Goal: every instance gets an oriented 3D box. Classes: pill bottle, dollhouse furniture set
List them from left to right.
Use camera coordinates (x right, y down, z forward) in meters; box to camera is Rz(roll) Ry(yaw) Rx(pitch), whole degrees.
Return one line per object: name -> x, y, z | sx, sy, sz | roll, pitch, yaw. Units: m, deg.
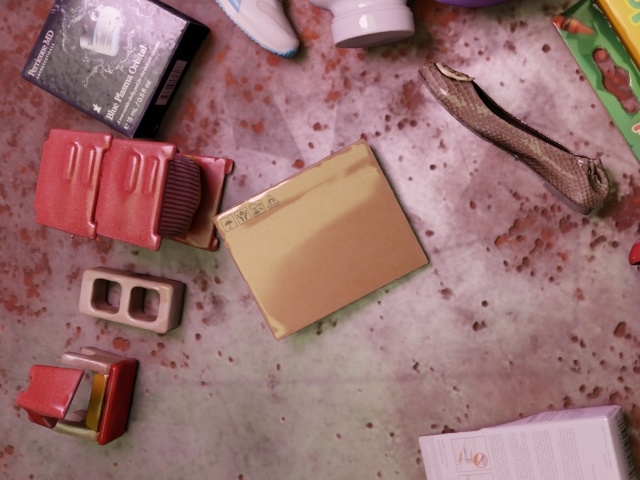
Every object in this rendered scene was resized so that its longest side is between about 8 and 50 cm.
dollhouse furniture set -> -0.231, 0.066, 1.256 | 0.152, 0.201, 0.374 | 11, 94, 14
pill bottle -> 0.040, -0.351, 1.197 | 0.146, 0.146, 0.264 | -8, 90, 15

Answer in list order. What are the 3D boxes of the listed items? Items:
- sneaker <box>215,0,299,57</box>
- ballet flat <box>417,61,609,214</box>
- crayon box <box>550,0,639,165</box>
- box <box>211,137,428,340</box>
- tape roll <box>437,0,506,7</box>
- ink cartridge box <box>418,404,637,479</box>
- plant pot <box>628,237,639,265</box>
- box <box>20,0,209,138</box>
sneaker -> -0.086, -0.317, 1.263 | 0.092, 0.087, 0.229 | -33, 86, 12
ballet flat -> 0.216, -0.124, 1.192 | 0.250, 0.084, 0.058 | 39, 117, 5
crayon box -> 0.427, -0.241, 1.136 | 0.318, 0.081, 0.202 | -33, 85, 14
box -> 0.000, 0.000, 1.257 | 0.201, 0.021, 0.164 | -27, 94, 1
tape roll -> 0.165, -0.386, 1.121 | 0.274, 0.090, 0.275 | 1, 87, -20
ink cartridge box -> 0.243, 0.294, 1.233 | 0.232, 0.066, 0.189 | -12, 89, 36
plant pot -> 0.417, 0.060, 1.101 | 0.191, 0.191, 0.174 | -14, 81, 15
box -> -0.244, -0.225, 1.294 | 0.158, 0.093, 0.156 | 29, 100, 5
